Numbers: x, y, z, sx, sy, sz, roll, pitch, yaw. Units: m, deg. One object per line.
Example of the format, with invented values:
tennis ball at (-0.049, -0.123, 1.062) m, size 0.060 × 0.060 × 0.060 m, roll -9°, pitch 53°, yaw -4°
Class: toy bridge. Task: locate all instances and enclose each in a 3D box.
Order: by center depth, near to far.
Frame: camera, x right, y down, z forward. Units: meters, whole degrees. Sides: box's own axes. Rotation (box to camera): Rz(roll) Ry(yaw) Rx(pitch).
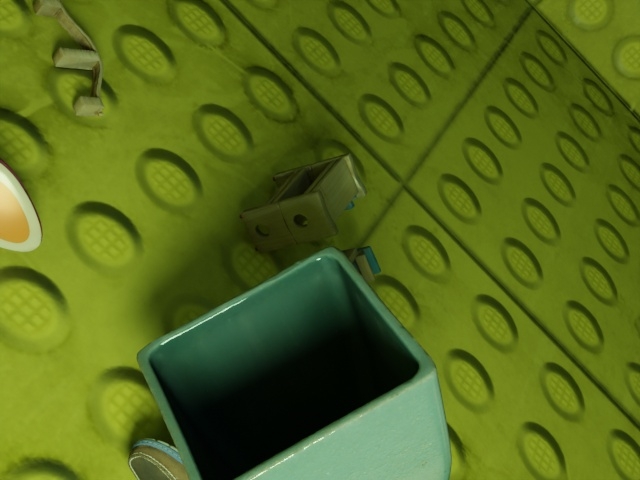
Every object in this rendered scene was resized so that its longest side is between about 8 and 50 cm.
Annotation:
toy bridge at (-0.323, -0.241, 1.399) m, size 0.063 × 0.026 × 0.188 m, roll -3°, pitch 61°, yaw -48°

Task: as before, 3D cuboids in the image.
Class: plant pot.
plant pot at (-0.007, 0.210, 1.106) m, size 0.248 × 0.247 × 0.252 m, roll 51°, pitch -14°, yaw 53°

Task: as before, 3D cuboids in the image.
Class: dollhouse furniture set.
dollhouse furniture set at (0.000, 0.000, 1.461) m, size 0.183 × 0.129 × 0.129 m, roll 65°, pitch 32°, yaw -20°

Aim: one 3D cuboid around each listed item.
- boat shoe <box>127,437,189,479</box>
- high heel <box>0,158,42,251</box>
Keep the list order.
boat shoe at (-0.139, 0.286, 1.091) m, size 0.183 × 0.066 × 0.066 m, roll 47°, pitch 38°, yaw -2°
high heel at (-0.403, -0.087, 1.169) m, size 0.244 × 0.082 × 0.117 m, roll 43°, pitch 1°, yaw -22°
